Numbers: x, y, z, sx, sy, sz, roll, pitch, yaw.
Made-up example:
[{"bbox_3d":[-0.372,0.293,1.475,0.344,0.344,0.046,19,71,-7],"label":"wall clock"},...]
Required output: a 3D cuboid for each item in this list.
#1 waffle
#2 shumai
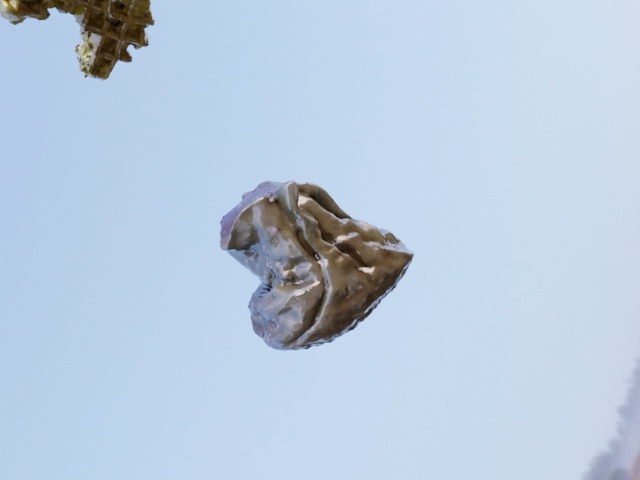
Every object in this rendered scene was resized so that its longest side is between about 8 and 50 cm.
[{"bbox_3d":[-0.277,-0.268,0.843,0.149,0.051,0.194,-40,-25,-6],"label":"waffle"},{"bbox_3d":[0.000,0.002,0.840,0.218,0.184,0.186,-25,-56,-17],"label":"shumai"}]
